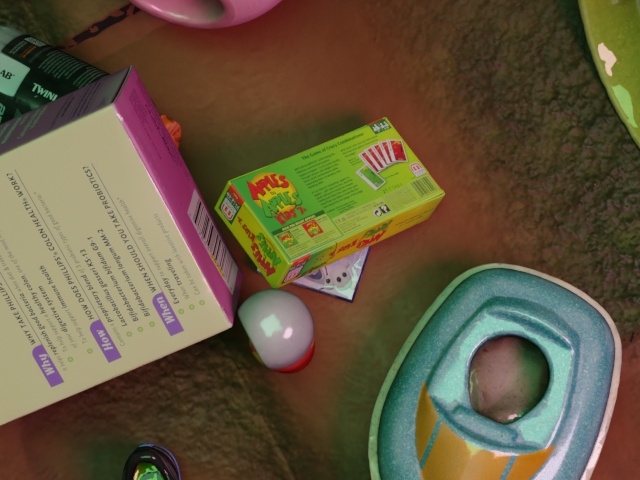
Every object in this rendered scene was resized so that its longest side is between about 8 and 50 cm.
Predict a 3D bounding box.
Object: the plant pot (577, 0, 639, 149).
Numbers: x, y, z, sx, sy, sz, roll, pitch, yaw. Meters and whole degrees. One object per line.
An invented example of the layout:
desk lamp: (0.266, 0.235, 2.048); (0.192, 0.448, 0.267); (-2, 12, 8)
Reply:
plant pot: (0.395, -0.196, 1.488); (0.254, 0.276, 0.276); (-25, 76, -13)

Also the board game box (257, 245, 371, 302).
board game box: (0.000, 0.000, 1.586); (0.090, 0.020, 0.090); (18, 80, 8)

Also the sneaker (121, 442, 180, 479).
sneaker: (-0.142, 0.265, 1.509); (0.067, 0.078, 0.188); (-10, 77, 3)

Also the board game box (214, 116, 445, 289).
board game box: (0.010, -0.034, 1.532); (0.181, 0.043, 0.092); (-24, 68, -35)

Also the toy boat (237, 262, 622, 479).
toy boat: (0.081, 0.126, 1.484); (0.318, 0.148, 0.267); (20, 80, 9)

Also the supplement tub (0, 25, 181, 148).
supplement tub: (-0.228, -0.104, 1.582); (0.190, 0.117, 0.117); (26, 81, 11)

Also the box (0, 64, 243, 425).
box: (-0.221, 0.007, 1.488); (0.243, 0.117, 0.213); (-24, 109, 11)

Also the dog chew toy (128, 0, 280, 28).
dog chew toy: (-0.085, -0.361, 1.593); (0.207, 0.206, 0.331); (12, 71, 8)
